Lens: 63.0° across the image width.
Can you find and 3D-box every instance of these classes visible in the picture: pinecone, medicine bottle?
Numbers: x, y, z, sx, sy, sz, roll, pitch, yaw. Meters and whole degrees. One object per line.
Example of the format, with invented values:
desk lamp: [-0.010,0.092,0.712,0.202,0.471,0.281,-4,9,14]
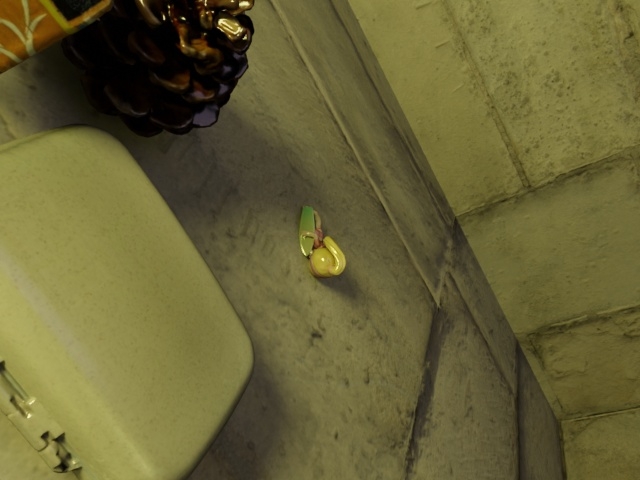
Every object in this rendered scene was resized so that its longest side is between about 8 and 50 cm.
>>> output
pinecone: [-0.209,-0.268,0.696,0.244,0.309,0.244,11,69,-29]
medicine bottle: [-0.226,0.068,0.560,0.375,0.123,0.282,59,27,-14]

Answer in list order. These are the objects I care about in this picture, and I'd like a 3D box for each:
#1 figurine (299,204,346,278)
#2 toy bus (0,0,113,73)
figurine: [0.000,0.000,1.068,0.083,0.083,0.187,35,32,-46]
toy bus: [-0.317,-0.308,0.521,0.162,0.194,0.323,57,10,-45]
